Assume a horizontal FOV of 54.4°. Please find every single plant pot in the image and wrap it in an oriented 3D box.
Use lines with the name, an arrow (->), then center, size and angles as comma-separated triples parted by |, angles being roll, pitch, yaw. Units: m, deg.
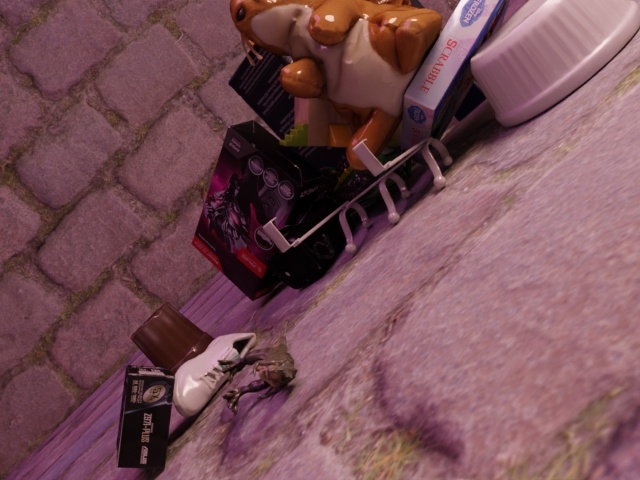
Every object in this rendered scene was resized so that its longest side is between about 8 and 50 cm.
plant pot -> -0.369, 0.253, 1.549 | 0.167, 0.165, 0.167 | -42, 8, 7

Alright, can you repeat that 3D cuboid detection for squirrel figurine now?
squirrel figurine -> 0.030, -0.392, 1.177 | 0.397, 0.370, 0.281 | -50, -15, -47

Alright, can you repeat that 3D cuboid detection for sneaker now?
sneaker -> 0.091, -0.118, 1.412 | 0.146, 0.134, 0.343 | -6, -6, -22
sneaker -> -0.190, 0.232, 1.140 | 0.094, 0.080, 0.212 | -24, 17, 32

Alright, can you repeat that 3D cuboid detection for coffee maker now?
coffee maker -> 0.000, 0.000, 1.302 | 0.171, 0.120, 0.178 | -8, 30, 35

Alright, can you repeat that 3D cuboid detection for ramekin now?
ramekin -> 0.369, -0.323, 1.022 | 0.273, 0.127, 0.273 | -43, 8, 8

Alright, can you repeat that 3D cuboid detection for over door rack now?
over door rack -> 0.085, -0.069, 1.086 | 0.239, 0.108, 0.324 | -39, -11, 31

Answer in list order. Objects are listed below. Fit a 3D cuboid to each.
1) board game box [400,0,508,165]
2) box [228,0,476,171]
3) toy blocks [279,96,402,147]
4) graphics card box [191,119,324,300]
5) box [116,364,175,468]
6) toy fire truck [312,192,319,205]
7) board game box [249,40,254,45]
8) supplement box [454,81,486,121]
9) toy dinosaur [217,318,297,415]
board game box -> 0.262, -0.336, 1.214 | 0.319, 0.065, 0.318 | -59, -10, -5
box -> 0.098, -0.444, 1.718 | 0.480, 0.472, 0.297 | -48, 11, -27
toy blocks -> 0.093, -0.344, 1.390 | 0.381, 0.261, 0.190 | -3, 12, -20
graphics card box -> -0.158, -0.063, 1.454 | 0.094, 0.233, 0.371 | -27, -28, -48
box -> -0.302, 0.296, 1.068 | 0.180, 0.077, 0.147 | 159, 118, -71
toy fire truck -> -0.046, -0.191, 2.086 | 0.254, 0.169, 0.302 | -32, -23, -35
board game box -> -0.002, -0.698, 1.665 | 0.390, 0.050, 0.390 | -34, 13, 44
supplement box -> 0.340, -0.335, 1.467 | 0.083, 0.056, 0.083 | -40, 9, 23
toy dinosaur -> -0.088, 0.186, 0.912 | 0.118, 0.064, 0.268 | -29, 8, 0
